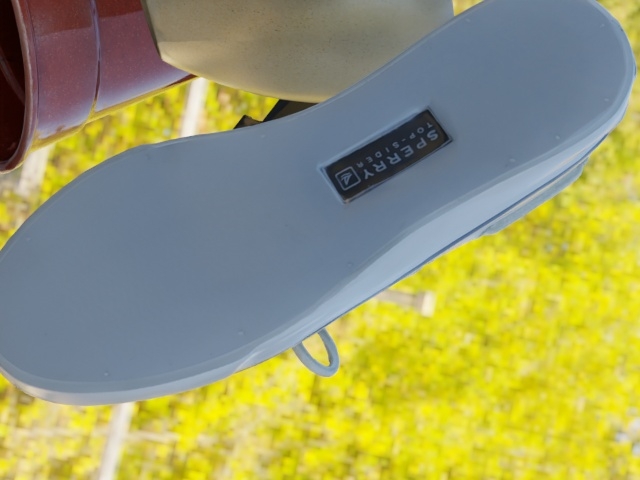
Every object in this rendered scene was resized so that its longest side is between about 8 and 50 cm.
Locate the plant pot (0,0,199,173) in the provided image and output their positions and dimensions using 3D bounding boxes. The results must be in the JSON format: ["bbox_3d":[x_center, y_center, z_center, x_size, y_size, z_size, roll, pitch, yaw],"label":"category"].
[{"bbox_3d":[-0.186,-0.224,1.290,0.272,0.265,0.272,38,-42,44],"label":"plant pot"}]

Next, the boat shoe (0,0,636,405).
[{"bbox_3d":[-0.003,-0.008,0.837,0.136,0.367,0.156,58,-7,20],"label":"boat shoe"}]

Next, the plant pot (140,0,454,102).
[{"bbox_3d":[-0.041,-0.215,1.076,0.284,0.190,0.284,162,-90,-85],"label":"plant pot"}]

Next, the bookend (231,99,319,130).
[{"bbox_3d":[-0.033,-0.093,1.504,0.072,0.157,0.156,-55,151,-33],"label":"bookend"}]
